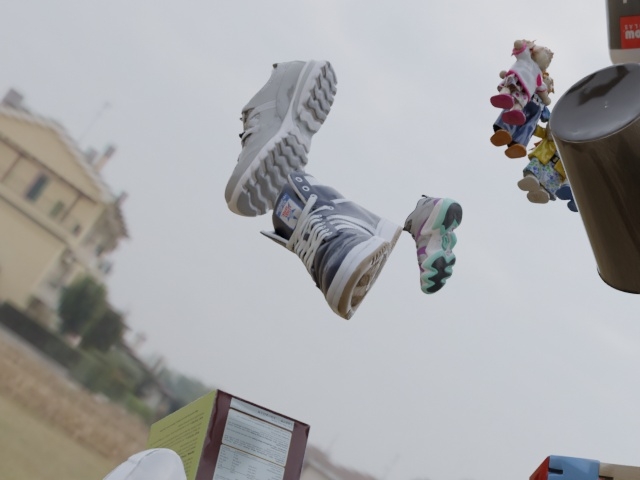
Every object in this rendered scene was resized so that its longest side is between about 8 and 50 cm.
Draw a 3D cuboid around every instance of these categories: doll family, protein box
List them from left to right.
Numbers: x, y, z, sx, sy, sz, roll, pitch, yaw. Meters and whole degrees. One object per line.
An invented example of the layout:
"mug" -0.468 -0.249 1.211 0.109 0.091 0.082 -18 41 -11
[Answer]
"protein box" -0.132 0.316 1.607 0.136 0.201 0.200 25 -31 -21
"doll family" 0.308 -0.162 1.866 0.118 0.163 0.263 -16 -61 46

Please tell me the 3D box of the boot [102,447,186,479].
"boot" -0.238 0.275 1.265 0.123 0.095 0.258 -6 14 27

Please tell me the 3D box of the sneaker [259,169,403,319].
"sneaker" 0.000 0.000 1.510 0.153 0.099 0.282 30 13 4

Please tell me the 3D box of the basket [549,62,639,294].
"basket" 0.360 -0.072 1.472 0.204 0.154 0.227 -13 -51 32

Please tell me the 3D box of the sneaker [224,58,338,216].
"sneaker" -0.076 -0.152 1.967 0.115 0.281 0.105 12 -32 29

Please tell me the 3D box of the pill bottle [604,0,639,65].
"pill bottle" 0.513 -0.348 1.895 0.210 0.363 0.210 -6 8 1

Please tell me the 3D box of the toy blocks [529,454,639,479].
"toy blocks" 0.365 0.285 1.329 0.260 0.191 0.381 3 -11 25

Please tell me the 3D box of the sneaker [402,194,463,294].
"sneaker" 0.105 0.002 1.338 0.038 0.098 0.069 13 4 -41
